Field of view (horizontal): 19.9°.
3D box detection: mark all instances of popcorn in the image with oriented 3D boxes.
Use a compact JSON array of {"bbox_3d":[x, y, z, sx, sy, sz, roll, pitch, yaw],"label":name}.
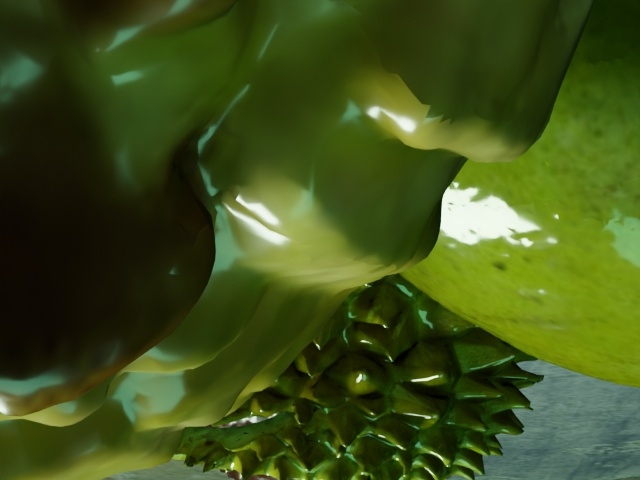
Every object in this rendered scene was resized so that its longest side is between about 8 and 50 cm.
[{"bbox_3d":[-0.062,-0.062,0.459,0.225,0.265,0.332,23,179,-11],"label":"popcorn"}]

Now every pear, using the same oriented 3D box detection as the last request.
[{"bbox_3d":[0.111,-0.056,0.589,0.269,0.212,0.212,7,168,17],"label":"pear"}]

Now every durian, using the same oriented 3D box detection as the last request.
[{"bbox_3d":[0.000,-0.002,0.768,0.200,0.176,0.237,-7,-159,11],"label":"durian"}]

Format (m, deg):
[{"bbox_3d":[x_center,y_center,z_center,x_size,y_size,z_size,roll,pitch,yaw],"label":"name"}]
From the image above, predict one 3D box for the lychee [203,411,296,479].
[{"bbox_3d":[0.002,0.067,1.082,0.194,0.194,0.194,-2,165,-1],"label":"lychee"}]
